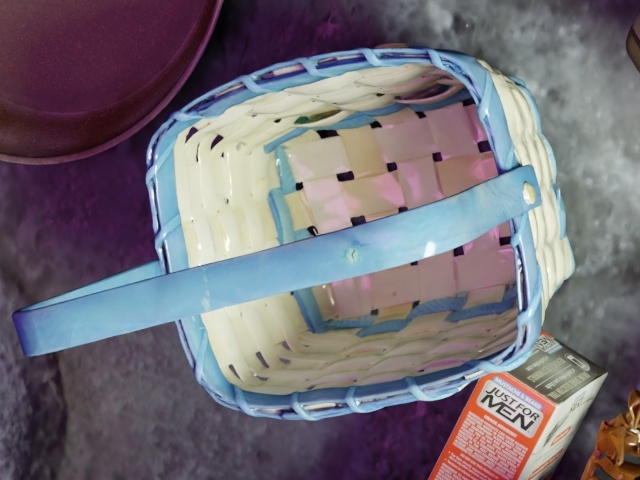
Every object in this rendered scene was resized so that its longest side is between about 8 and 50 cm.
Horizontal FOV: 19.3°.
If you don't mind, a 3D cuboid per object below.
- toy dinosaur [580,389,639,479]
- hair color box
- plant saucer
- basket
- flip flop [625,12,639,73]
[{"bbox_3d":[0.168,0.190,1.057,0.164,0.218,0.322,-6,91,-10],"label":"toy dinosaur"},{"bbox_3d":[0.101,0.144,1.126,0.053,0.093,0.167,33,111,18],"label":"hair color box"},{"bbox_3d":[-0.184,-0.206,1.234,0.311,0.050,0.310,4,99,26],"label":"plant saucer"},{"bbox_3d":[0.000,0.000,1.040,0.255,0.289,0.201,-13,98,25],"label":"basket"},{"bbox_3d":[0.288,-0.056,0.994,0.277,0.112,0.080,40,109,22],"label":"flip flop"}]
